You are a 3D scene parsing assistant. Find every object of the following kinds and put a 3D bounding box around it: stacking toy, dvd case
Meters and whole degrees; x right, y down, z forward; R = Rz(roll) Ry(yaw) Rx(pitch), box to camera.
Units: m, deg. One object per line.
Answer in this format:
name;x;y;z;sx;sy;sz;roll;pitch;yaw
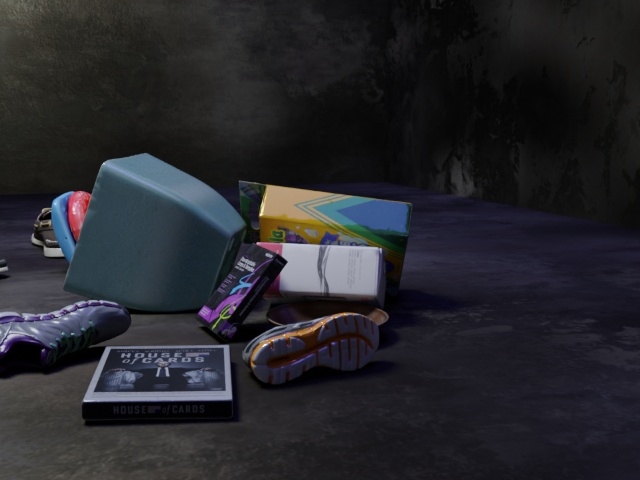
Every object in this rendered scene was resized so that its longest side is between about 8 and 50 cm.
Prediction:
stacking toy;-0.409;-0.058;1.931;0.301;0.175;0.166;-18;9;6
dvd case;-0.205;0.182;1.169;0.179;0.030;0.239;0;10;-7

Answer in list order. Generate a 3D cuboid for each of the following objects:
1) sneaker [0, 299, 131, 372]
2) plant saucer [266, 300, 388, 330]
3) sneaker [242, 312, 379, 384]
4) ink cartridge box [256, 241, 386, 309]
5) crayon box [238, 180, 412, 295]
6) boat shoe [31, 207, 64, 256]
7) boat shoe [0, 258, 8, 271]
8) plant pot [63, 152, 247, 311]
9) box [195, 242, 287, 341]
sneaker;-0.374;0.149;1.285;0.223;0.083;0.098;-7;35;-29
plant saucer;0.011;0.137;1.443;0.198;0.036;0.198;0;9;0
sneaker;-0.013;0.145;1.259;0.215;0.084;0.083;-6;6;-30
ink cartridge box;0.004;0.065;1.578;0.218;0.092;0.158;1;-12;8
crayon box;0.000;0.000;1.685;0.323;0.203;0.083;8;55;4
boat shoe;-0.658;-0.030;2.221;0.116;0.097;0.324;-3;10;-21
boat shoe;-0.767;0.038;1.865;0.233;0.079;0.084;4;8;11
plant pot;-0.283;0.004;1.650;0.252;0.247;0.248;22;11;4
box;-0.130;0.081;1.452;0.029;0.162;0.116;42;-11;-25
